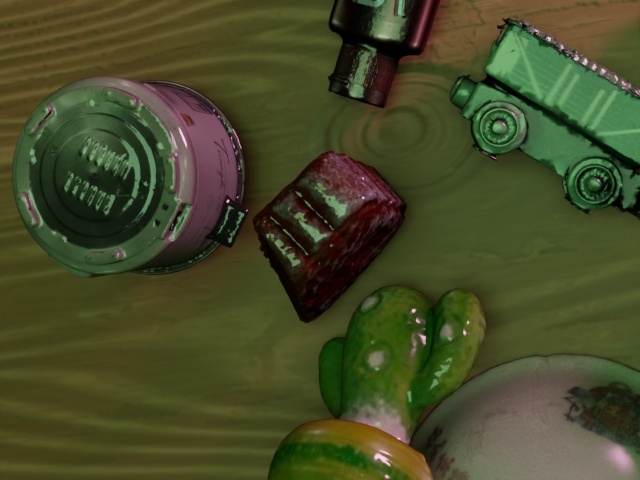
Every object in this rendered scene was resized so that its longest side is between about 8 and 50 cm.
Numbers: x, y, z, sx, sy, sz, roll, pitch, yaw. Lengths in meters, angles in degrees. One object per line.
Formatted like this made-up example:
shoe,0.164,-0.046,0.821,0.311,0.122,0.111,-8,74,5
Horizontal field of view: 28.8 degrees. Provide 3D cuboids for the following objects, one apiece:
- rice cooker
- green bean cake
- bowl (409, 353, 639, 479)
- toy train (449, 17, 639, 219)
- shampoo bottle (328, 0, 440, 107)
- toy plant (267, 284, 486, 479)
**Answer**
rice cooker,-0.223,-0.074,1.478,0.281,0.227,0.241,26,99,12
green bean cake,0.000,0.000,1.424,0.198,0.233,0.097,-45,77,6
bowl,0.266,0.350,1.380,0.435,0.196,0.434,0,90,14
toy train,0.279,-0.133,1.413,0.269,0.115,0.154,34,104,12
shampoo bottle,0.089,-0.321,1.473,0.129,0.084,0.323,20,96,16
toy plant,0.065,0.191,1.415,0.224,0.184,0.315,-11,44,43
